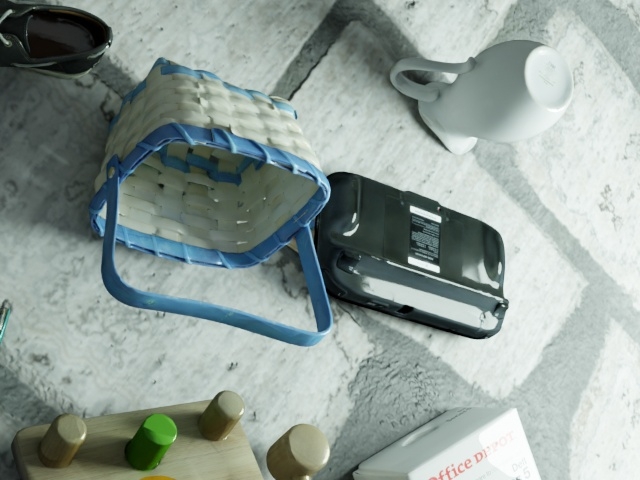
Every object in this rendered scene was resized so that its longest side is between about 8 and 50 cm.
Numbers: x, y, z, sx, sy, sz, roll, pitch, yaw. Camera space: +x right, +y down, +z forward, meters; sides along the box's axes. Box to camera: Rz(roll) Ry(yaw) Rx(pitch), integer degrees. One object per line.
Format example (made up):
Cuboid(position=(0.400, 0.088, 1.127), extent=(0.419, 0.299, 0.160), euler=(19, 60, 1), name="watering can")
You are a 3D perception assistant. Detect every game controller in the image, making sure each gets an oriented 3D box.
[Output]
Cuboid(position=(0.122, 0.021, 1.534), extent=(0.319, 0.067, 0.166), euler=(19, 57, -35), name="game controller")

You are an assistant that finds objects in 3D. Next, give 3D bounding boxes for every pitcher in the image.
Cuboid(position=(0.203, -0.195, 1.533), extent=(0.177, 0.207, 0.125), euler=(29, 67, -27), name="pitcher")

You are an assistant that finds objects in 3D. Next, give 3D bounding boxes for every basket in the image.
Cuboid(position=(-0.111, -0.032, 1.273), extent=(0.254, 0.201, 0.289), euler=(19, 41, -31), name="basket")

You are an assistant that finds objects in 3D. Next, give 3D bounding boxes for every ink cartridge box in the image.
Cuboid(position=(0.185, 0.368, 1.490), extent=(0.198, 0.115, 0.273), euler=(-24, 97, -35), name="ink cartridge box")

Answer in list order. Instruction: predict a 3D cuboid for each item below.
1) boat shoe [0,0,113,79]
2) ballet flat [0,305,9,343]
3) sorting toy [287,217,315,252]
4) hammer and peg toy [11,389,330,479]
Cuboid(position=(-0.332, -0.221, 1.244), extent=(0.233, 0.079, 0.084), euler=(4, 82, -33), name="boat shoe")
Cuboid(position=(-0.343, 0.119, 1.209), extent=(0.041, 0.041, 0.114), euler=(17, 73, -32), name="ballet flat")
Cuboid(position=(0.000, 0.000, 1.480), extent=(0.083, 0.012, 0.062), euler=(35, 64, -26), name="sorting toy")
Cuboid(position=(-0.111, 0.286, 1.230), extent=(0.361, 0.127, 0.266), euler=(-3, 55, -35), name="hammer and peg toy")
